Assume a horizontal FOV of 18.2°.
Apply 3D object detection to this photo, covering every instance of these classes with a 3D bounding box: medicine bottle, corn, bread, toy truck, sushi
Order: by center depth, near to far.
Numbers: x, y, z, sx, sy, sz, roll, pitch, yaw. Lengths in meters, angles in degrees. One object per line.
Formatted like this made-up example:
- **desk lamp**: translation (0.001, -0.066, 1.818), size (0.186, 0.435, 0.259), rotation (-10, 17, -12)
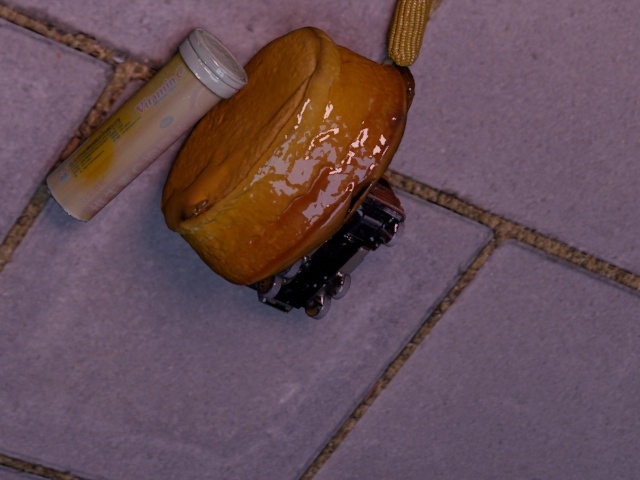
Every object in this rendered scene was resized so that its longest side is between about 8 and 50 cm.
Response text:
- **bread**: translation (-0.034, -0.080, 1.939), size (0.142, 0.195, 0.270), rotation (34, 107, -26)
- **medicine bottle**: translation (-0.172, -0.110, 1.945), size (0.218, 0.074, 0.074), rotation (-41, 129, 16)
- **corn**: translation (0.088, -0.217, 1.976), size (0.037, 0.037, 0.092), rotation (1, 128, -21)
- **sushi**: translation (0.061, -0.138, 2.025), size (0.099, 0.047, 0.050), rotation (-47, 141, -3)
- **toy truck**: translation (0.000, 0.000, 2.083), size (0.083, 0.092, 0.192), rotation (25, 123, -33)
